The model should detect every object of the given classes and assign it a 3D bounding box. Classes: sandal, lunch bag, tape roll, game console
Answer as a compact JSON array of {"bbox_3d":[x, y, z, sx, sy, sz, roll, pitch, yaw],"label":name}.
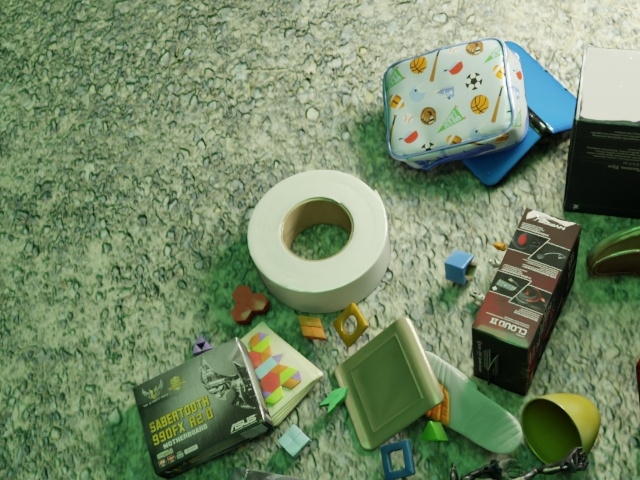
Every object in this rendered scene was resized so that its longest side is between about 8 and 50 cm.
[{"bbox_3d":[0.258,0.302,1.747,0.265,0.076,0.102,35,94,36],"label":"sandal"},{"bbox_3d":[0.271,-0.273,1.999,0.303,0.115,0.243,-12,76,29],"label":"lunch bag"},{"bbox_3d":[0.000,0.000,1.950,0.286,0.100,0.286,-4,59,7],"label":"tape roll"},{"bbox_3d":[0.392,-0.279,2.092,0.250,0.173,0.293,-48,59,17],"label":"game console"}]

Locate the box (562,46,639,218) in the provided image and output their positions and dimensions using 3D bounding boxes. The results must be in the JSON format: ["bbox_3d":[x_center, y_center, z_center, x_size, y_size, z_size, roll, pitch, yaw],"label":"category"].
[{"bbox_3d":[0.648,-0.189,1.834,0.343,0.312,0.179,7,61,12],"label":"box"}]

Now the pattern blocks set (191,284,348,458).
[{"bbox_3d":[-0.105,0.250,1.852,0.324,0.026,0.285,28,72,26],"label":"pattern blocks set"}]

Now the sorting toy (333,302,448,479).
[{"bbox_3d":[0.128,0.263,1.778,0.196,0.047,0.348,-40,55,29],"label":"sorting toy"}]

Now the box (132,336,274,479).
[{"bbox_3d":[-0.220,0.312,1.806,0.231,0.056,0.183,-26,60,6],"label":"box"}]

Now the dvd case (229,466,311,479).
[{"bbox_3d":[-0.105,0.521,1.713,0.164,0.018,0.221,7,62,13],"label":"dvd case"}]

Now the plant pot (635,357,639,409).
[{"bbox_3d":[0.684,0.241,1.625,0.235,0.267,0.267,31,69,37],"label":"plant pot"}]

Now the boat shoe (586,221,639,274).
[{"bbox_3d":[0.668,0.028,1.819,0.324,0.123,0.116,-10,61,5],"label":"boat shoe"}]

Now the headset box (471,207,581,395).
[{"bbox_3d":[0.366,0.126,1.751,0.110,0.218,0.293,20,65,21],"label":"headset box"}]

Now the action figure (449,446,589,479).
[{"bbox_3d":[0.322,0.440,1.629,0.275,0.141,0.164,-21,64,27],"label":"action figure"}]

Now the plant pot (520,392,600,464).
[{"bbox_3d":[0.433,0.321,1.692,0.095,0.134,0.134,-19,55,-34],"label":"plant pot"}]

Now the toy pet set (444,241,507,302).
[{"bbox_3d":[0.304,0.054,1.866,0.114,0.065,0.122,20,93,35],"label":"toy pet set"}]
